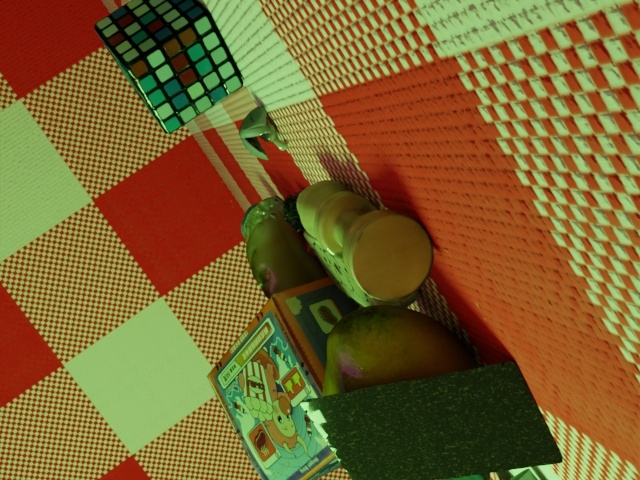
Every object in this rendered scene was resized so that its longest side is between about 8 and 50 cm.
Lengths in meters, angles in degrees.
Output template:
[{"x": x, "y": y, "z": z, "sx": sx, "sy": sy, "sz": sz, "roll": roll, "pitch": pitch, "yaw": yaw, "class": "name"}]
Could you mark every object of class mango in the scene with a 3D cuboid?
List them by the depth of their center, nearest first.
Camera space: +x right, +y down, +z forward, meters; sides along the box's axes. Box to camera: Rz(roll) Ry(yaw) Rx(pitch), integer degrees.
[{"x": 0.124, "y": 0.235, "z": 1.339, "sx": 0.378, "sy": 0.263, "sz": 0.221, "roll": 69, "pitch": -151, "yaw": -48, "class": "mango"}]

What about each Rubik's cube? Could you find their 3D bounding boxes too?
[{"x": -0.284, "y": -0.349, "z": 1.594, "sx": 0.184, "sy": 0.182, "sz": 0.187, "roll": 50, "pitch": 171, "yaw": 43, "class": "Rubik's cube"}]

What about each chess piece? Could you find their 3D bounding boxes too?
[{"x": 0.042, "y": -0.022, "z": 1.269, "sx": 0.117, "sy": 0.117, "sz": 0.397, "roll": 58, "pitch": 174, "yaw": -20, "class": "chess piece"}]

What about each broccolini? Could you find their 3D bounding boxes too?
[{"x": -0.019, "y": -0.060, "z": 1.744, "sx": 0.068, "sy": 0.091, "sz": 0.202, "roll": 12, "pitch": 176, "yaw": -24, "class": "broccolini"}]

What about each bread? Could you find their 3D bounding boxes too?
[{"x": -0.074, "y": 0.059, "z": 2.010, "sx": 0.333, "sy": 0.160, "sz": 0.333, "roll": 55, "pitch": -172, "yaw": -11, "class": "bread"}]

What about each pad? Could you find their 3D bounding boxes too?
[{"x": 0.158, "y": 0.275, "z": 1.223, "sx": 0.220, "sy": 0.330, "sz": 0.004, "roll": 60, "pitch": -152, "yaw": -30, "class": "pad"}]

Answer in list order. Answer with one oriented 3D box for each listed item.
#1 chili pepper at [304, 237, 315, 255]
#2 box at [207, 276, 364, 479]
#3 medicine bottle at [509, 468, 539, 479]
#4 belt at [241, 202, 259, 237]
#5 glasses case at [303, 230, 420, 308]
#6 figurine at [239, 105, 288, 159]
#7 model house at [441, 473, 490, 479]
[{"x": 0.000, "y": 0.000, "z": 1.797, "sx": 0.272, "sy": 0.063, "sz": 0.071, "roll": 150, "pitch": 96, "yaw": -85, "class": "chili pepper"}, {"x": -0.005, "y": 0.294, "z": 1.733, "sx": 0.319, "sy": 0.256, "sz": 0.349, "roll": 59, "pitch": 140, "yaw": 17, "class": "box"}, {"x": 0.366, "y": 0.457, "z": 1.422, "sx": 0.130, "sy": 0.080, "sz": 0.080, "roll": 54, "pitch": 173, "yaw": 12, "class": "medicine bottle"}, {"x": -0.133, "y": -0.025, "z": 2.275, "sx": 0.163, "sy": 0.148, "sz": 0.082, "roll": 28, "pitch": 178, "yaw": -17, "class": "belt"}, {"x": 0.064, "y": 0.038, "z": 1.502, "sx": 0.144, "sy": 0.076, "sz": 0.336, "roll": 56, "pitch": 173, "yaw": -12, "class": "glasses case"}, {"x": -0.113, "y": -0.204, "z": 1.626, "sx": 0.086, "sy": 0.082, "sz": 0.094, "roll": 39, "pitch": -165, "yaw": -38, "class": "figurine"}, {"x": 0.366, "y": 0.598, "z": 1.767, "sx": 0.281, "sy": 0.230, "sz": 0.249, "roll": 62, "pitch": -149, "yaw": -30, "class": "model house"}]
